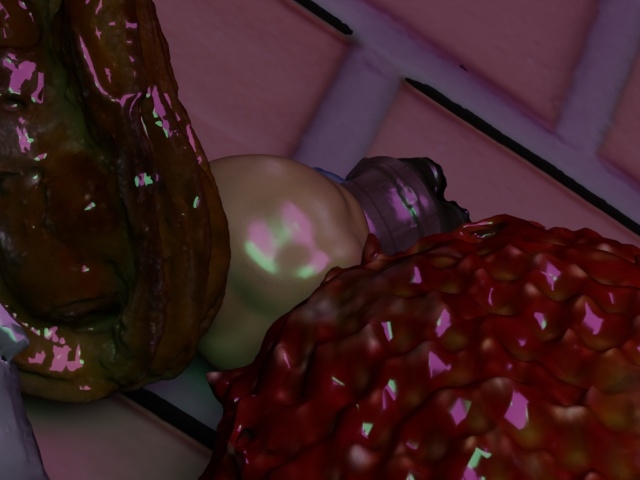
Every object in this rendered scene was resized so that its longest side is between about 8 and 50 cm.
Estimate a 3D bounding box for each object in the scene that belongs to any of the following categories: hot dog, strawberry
[{"bbox_3d":[-0.140,-0.051,0.828,0.175,0.114,0.259,-28,70,8],"label":"hot dog"},{"bbox_3d":[0.106,0.126,0.731,0.292,0.343,0.292,-2,95,-30],"label":"strawberry"}]

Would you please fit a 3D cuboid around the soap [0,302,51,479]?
[{"bbox_3d":[-0.281,0.180,0.572,0.435,0.213,0.350,-25,78,-37],"label":"soap"}]

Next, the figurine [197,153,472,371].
[{"bbox_3d":[0.000,0.000,0.924,0.196,0.108,0.114,-21,84,-55],"label":"figurine"}]
